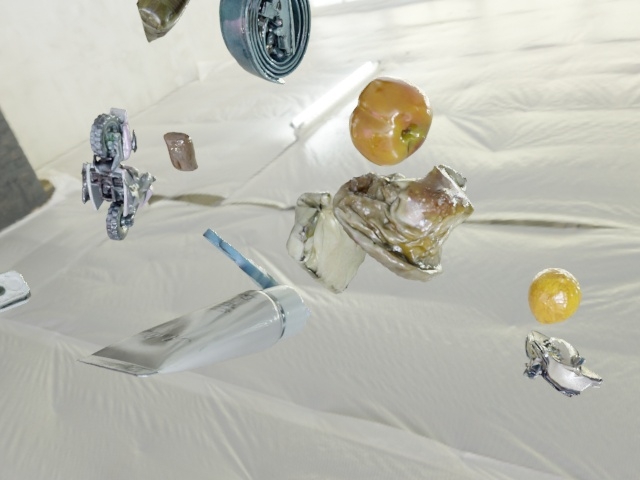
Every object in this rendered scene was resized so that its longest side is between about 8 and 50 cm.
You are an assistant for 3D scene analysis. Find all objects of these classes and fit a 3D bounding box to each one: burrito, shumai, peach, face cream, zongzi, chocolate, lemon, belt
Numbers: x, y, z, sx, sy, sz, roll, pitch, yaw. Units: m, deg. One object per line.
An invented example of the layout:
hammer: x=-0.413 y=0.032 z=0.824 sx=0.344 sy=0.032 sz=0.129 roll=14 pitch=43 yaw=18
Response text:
burrito: x=0.001 y=-0.003 z=1.490 sx=0.135 sy=0.332 sz=0.190 roll=32 pitch=-96 yaw=30
shumai: x=0.097 y=-0.031 z=0.611 sx=0.116 sy=0.145 sz=0.146 roll=-49 pitch=-159 yaw=22
peach: x=0.109 y=-0.191 z=0.931 sx=0.138 sy=0.138 sz=0.138 roll=-12 pitch=-150 yaw=7
face cream: x=-0.145 y=0.128 z=0.781 sx=0.143 sy=0.089 sz=0.314 roll=1 pitch=-170 yaw=39
zongzi: x=-0.302 y=-0.500 z=1.195 sx=0.187 sy=0.084 sz=0.184 roll=-56 pitch=-166 yaw=-6
chocolate: x=-0.313 y=-0.191 z=1.300 sx=0.064 sy=0.101 sz=0.031 roll=4 pitch=-138 yaw=8
lemon: x=0.657 y=0.161 z=1.648 sx=0.142 sy=0.187 sz=0.142 roll=3 pitch=-143 yaw=-3
belt: x=-0.111 y=-0.469 z=1.288 sx=0.116 sy=0.268 sz=0.206 roll=26 pitch=-122 yaw=32

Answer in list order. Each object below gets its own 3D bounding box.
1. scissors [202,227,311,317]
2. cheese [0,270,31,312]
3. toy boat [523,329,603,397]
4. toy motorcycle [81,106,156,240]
scissors: x=-0.094 y=0.068 z=0.984 sx=0.030 sy=0.256 sz=0.125 roll=-50 pitch=-140 yaw=-7
cheese: x=-0.436 y=0.088 z=0.635 sx=0.127 sy=0.050 sz=0.235 roll=48 pitch=-140 yaw=11
toy boat: x=0.328 y=0.163 z=0.840 sx=0.084 sy=0.066 sz=0.210 roll=24 pitch=-170 yaw=4
toy motorcycle: x=-0.484 y=-0.166 z=1.416 sx=0.143 sy=0.327 sz=0.188 roll=9 pitch=-145 yaw=6
